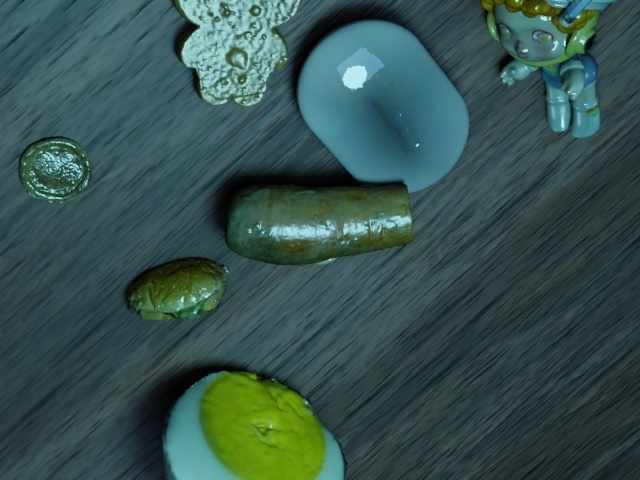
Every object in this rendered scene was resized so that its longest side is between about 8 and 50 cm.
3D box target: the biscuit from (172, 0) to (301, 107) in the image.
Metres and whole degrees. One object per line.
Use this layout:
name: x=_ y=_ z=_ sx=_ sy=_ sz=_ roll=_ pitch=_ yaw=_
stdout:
biscuit: x=-0.126 y=-0.341 z=1.913 sx=0.202 sy=0.044 sz=0.289 roll=-6 pitch=118 yaw=-17

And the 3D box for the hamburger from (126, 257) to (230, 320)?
hamburger: x=-0.222 y=0.082 z=2.054 sx=0.176 sy=0.102 sz=0.087 roll=-12 pitch=106 yaw=-14

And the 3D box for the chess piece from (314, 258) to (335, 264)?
chess piece: x=0.000 y=0.000 z=2.130 sx=0.083 sy=0.038 sz=0.084 roll=-9 pitch=119 yaw=-16

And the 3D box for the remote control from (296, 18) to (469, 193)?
remote control: x=0.103 y=-0.208 z=2.026 sx=0.221 sy=0.103 sz=0.332 roll=-37 pitch=122 yaw=9

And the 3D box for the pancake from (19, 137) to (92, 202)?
pancake: x=-0.405 y=-0.106 z=1.946 sx=0.115 sy=0.011 sz=0.115 roll=-7 pitch=117 yaw=-15

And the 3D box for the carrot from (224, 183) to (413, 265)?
carrot: x=-0.003 y=-0.027 z=2.030 sx=0.302 sy=0.139 sz=0.139 roll=-2 pitch=116 yaw=-1

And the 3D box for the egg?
egg: x=-0.140 y=0.393 z=2.146 sx=0.337 sy=0.337 sz=0.201 roll=13 pitch=139 yaw=-25

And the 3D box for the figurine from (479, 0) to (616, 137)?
figurine: x=0.370 y=-0.343 z=2.050 sx=0.205 sy=0.224 sz=0.382 roll=-45 pitch=149 yaw=-20
